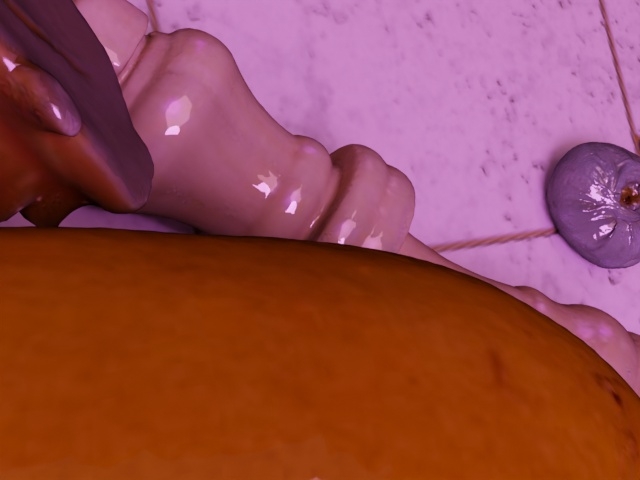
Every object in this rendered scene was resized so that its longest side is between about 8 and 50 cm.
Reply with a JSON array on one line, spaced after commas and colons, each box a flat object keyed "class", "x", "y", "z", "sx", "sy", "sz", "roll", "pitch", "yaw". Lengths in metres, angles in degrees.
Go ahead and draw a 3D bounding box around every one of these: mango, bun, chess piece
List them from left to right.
[{"class": "mango", "x": -0.068, "y": 0.131, "z": 0.450, "sx": 0.445, "sy": 0.232, "sz": 0.300, "roll": 14, "pitch": 116, "yaw": -25}, {"class": "chess piece", "x": 0.000, "y": 0.000, "z": 0.674, "sx": 0.397, "sy": 0.117, "sz": 0.117, "roll": 35, "pitch": 63, "yaw": -17}, {"class": "bun", "x": 0.179, "y": -0.023, "z": 0.820, "sx": 0.083, "sy": 0.045, "sz": 0.083, "roll": 5, "pitch": 80, "yaw": -27}]

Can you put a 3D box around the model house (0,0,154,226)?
[{"class": "model house", "x": -0.222, "y": -0.062, "z": 0.526, "sx": 0.229, "sy": 0.219, "sz": 0.199, "roll": -32, "pitch": 129, "yaw": 7}]
